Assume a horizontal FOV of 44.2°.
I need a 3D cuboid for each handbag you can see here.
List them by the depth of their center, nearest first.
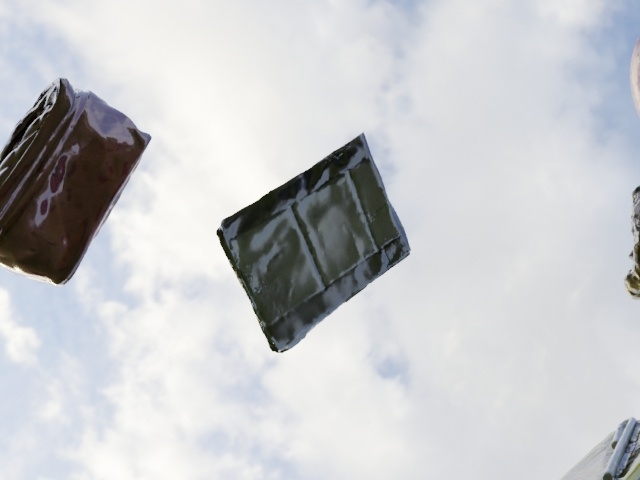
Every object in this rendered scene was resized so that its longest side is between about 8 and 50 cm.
[{"bbox_3d":[-0.308,-0.069,0.898,0.146,0.135,0.225,10,-111,59],"label":"handbag"}]

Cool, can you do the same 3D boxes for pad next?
[{"bbox_3d":[0.000,0.000,0.910,0.022,0.233,0.174,6,-54,54],"label":"pad"}]

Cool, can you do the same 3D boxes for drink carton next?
[{"bbox_3d":[0.184,0.144,0.463,0.071,0.165,0.056,-34,-104,36],"label":"drink carton"}]

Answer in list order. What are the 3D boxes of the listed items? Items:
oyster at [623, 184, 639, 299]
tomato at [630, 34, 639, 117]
[{"bbox_3d":[0.265,-0.021,0.596,0.051,0.103,0.148,5,-79,-12],"label":"oyster"},{"bbox_3d":[0.420,-0.146,0.753,0.260,0.260,0.180,6,-58,22],"label":"tomato"}]
